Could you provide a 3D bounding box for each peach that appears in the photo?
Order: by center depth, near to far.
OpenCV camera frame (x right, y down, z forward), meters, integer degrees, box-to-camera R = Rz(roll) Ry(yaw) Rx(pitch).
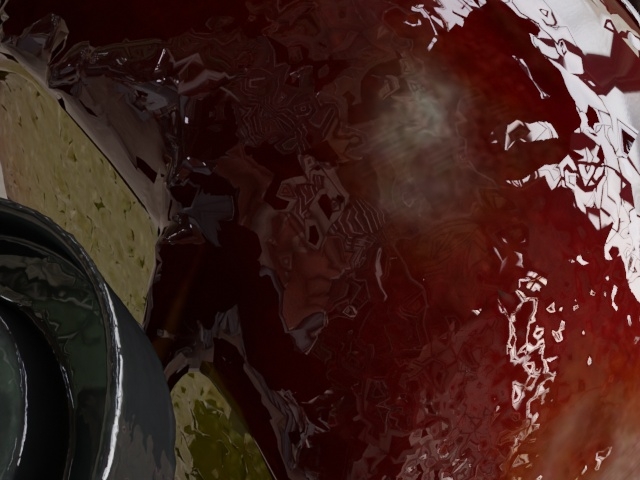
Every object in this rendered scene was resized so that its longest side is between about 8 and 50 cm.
[{"bbox_3d":[0.009,-0.015,0.780,0.310,0.335,0.406,-28,44,-10],"label":"peach"}]

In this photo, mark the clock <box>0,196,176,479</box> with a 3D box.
[{"bbox_3d":[-0.125,0.073,0.496,0.040,0.184,0.184,49,13,-47],"label":"clock"}]
